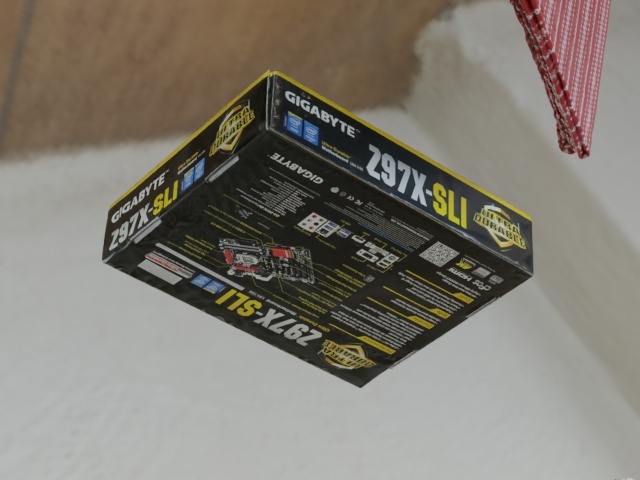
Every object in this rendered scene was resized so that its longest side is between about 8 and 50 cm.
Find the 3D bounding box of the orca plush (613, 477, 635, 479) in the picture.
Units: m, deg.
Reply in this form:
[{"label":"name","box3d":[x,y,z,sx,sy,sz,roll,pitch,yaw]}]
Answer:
[{"label":"orca plush","box3d":[0.334,0.340,1.564,0.102,0.287,0.151,-56,167,22]}]

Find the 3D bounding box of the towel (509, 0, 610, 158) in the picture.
[{"label":"towel","box3d":[0.211,-0.221,1.583,0.031,0.198,0.275,2,152,21]}]

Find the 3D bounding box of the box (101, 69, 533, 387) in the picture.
[{"label":"box","box3d":[0.000,0.000,1.692,0.322,0.079,0.257,27,137,-28]}]
